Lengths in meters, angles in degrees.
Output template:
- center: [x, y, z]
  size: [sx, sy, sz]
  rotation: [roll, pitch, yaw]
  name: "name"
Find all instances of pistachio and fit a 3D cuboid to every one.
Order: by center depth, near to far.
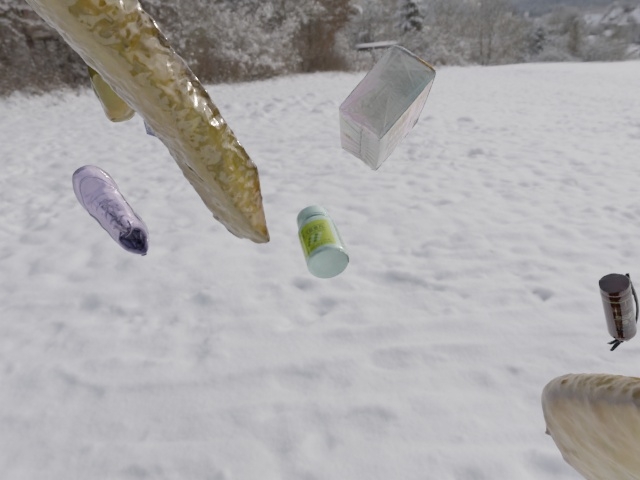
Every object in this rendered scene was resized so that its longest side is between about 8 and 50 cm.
- center: [-0.356, -0.304, 0.827]
  size: [0.100, 0.189, 0.110]
  rotation: [21, 11, -2]
  name: "pistachio"

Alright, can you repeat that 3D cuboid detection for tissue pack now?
- center: [0.138, -0.280, 1.042]
  size: [0.124, 0.185, 0.225]
  rotation: [38, -4, 8]
  name: "tissue pack"

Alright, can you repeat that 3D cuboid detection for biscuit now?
- center: [0.499, 0.356, 0.638]
  size: [0.104, 0.429, 0.446]
  rotation: [-40, -10, -9]
  name: "biscuit"

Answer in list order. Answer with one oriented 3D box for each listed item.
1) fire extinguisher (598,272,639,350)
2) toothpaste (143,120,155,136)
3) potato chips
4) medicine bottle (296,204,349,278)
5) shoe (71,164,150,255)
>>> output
- center: [0.482, 0.116, 0.765]
  size: [0.064, 0.158, 0.043]
  rotation: [-35, 35, -1]
  name: "fire extinguisher"
- center: [-0.237, -0.162, 0.713]
  size: [0.083, 0.024, 0.015]
  rotation: [21, 42, 28]
  name: "toothpaste"
- center: [-0.154, -0.141, 0.311]
  size: [0.057, 0.407, 0.080]
  rotation: [-2, 52, 39]
  name: "potato chips"
- center: [0.000, 0.000, 0.534]
  size: [0.047, 0.047, 0.083]
  rotation: [-11, 42, -9]
  name: "medicine bottle"
- center: [-0.487, -0.064, 1.124]
  size: [0.095, 0.245, 0.138]
  rotation: [-39, 37, -14]
  name: "shoe"
